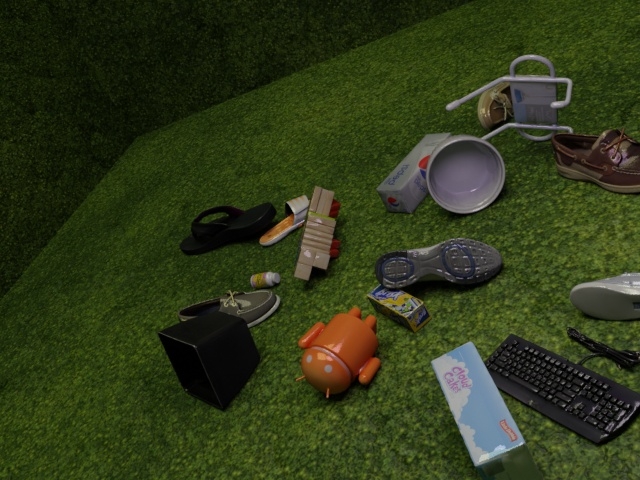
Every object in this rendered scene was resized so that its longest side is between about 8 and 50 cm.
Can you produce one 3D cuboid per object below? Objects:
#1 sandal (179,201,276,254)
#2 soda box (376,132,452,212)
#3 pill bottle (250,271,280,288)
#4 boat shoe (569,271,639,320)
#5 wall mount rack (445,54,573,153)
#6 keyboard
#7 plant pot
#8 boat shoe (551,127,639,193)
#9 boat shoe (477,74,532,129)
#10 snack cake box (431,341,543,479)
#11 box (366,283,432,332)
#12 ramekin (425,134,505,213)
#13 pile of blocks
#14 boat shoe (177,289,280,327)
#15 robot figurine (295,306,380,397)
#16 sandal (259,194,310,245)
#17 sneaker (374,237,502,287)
[{"bbox_3d":[-0.337,-0.067,2.477,0.446,0.107,0.167,-18,28,38],"label":"sandal"},{"bbox_3d":[0.295,-0.204,2.141,0.098,0.091,0.286,7,45,48],"label":"soda box"},{"bbox_3d":[-0.160,0.115,2.103,0.083,0.043,0.043,-12,33,30],"label":"pill bottle"},{"bbox_3d":[0.601,0.101,1.379,0.228,0.079,0.081,-2,29,34],"label":"boat shoe"},{"bbox_3d":[0.510,-0.331,1.911,0.304,0.350,0.130,6,63,23],"label":"wall mount rack"},{"bbox_3d":[0.458,0.238,1.328,0.202,0.033,0.317,-39,30,-16],"label":"keyboard"},{"bbox_3d":[-0.264,0.281,1.805,0.167,0.188,0.188,-32,25,-33],"label":"plant pot"},{"bbox_3d":[0.697,-0.206,1.727,0.123,0.123,0.342,-38,29,-14],"label":"boat shoe"},{"bbox_3d":[0.579,-0.446,2.254,0.089,0.104,0.285,-4,37,44],"label":"boat shoe"},{"bbox_3d":[0.286,0.318,1.230,0.089,0.152,0.264,-27,28,6],"label":"snack cake box"},{"bbox_3d":[0.184,0.155,1.699,0.059,0.054,0.169,-39,30,-15],"label":"box"},{"bbox_3d":[0.380,-0.186,1.921,0.207,0.207,0.109,-25,19,10],"label":"ramekin"},{"bbox_3d":[0.000,0.000,2.106,0.113,0.148,0.362,16,46,-5],"label":"pile of blocks"},{"bbox_3d":[-0.261,0.196,2.016,0.305,0.091,0.109,-20,30,19],"label":"boat shoe"},{"bbox_3d":[0.045,0.251,1.598,0.219,0.158,0.128,-48,10,-30],"label":"robot figurine"},{"bbox_3d":[-0.096,-0.082,2.330,0.265,0.076,0.102,-37,29,-13],"label":"sandal"},{"bbox_3d":[0.283,0.050,1.719,0.297,0.110,0.129,-3,2,18],"label":"sneaker"}]
